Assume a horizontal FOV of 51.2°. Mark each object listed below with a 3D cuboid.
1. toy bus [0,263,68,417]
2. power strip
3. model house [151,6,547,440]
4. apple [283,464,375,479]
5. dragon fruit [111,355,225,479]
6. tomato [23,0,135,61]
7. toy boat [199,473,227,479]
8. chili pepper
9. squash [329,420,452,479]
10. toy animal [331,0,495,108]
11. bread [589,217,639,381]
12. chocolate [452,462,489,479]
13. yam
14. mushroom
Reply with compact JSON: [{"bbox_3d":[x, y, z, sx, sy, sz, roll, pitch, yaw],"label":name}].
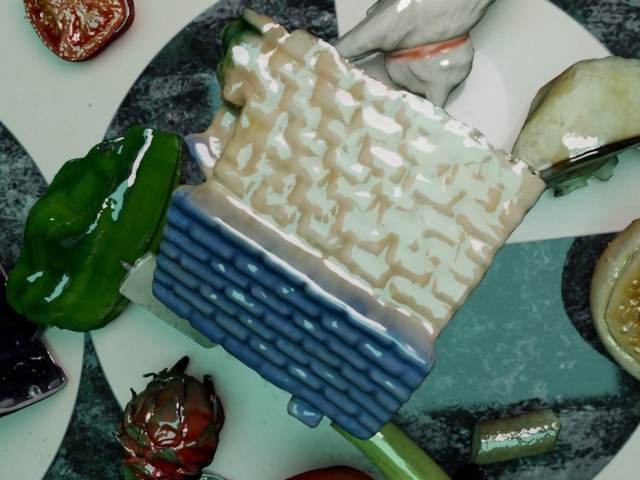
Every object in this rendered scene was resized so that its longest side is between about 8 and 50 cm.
[{"bbox_3d":[-0.643,0.119,1.096,0.249,0.209,0.439,-32,87,9],"label":"toy bus"},{"bbox_3d":[-0.232,0.095,1.078,0.227,0.029,0.080,40,94,-27],"label":"power strip"},{"bbox_3d":[0.000,0.000,0.886,0.395,0.445,0.399,30,95,5],"label":"model house"},{"bbox_3d":[0.008,0.459,0.995,0.261,0.260,0.216,-32,64,8],"label":"apple"},{"bbox_3d":[-0.241,0.304,1.069,0.183,0.182,0.188,6,111,8],"label":"dragon fruit"},{"bbox_3d":[-0.396,-0.391,1.113,0.166,0.082,0.174,-36,91,11],"label":"tomato"},{"bbox_3d":[-0.186,0.415,1.128,0.083,0.038,0.038,14,93,6],"label":"toy boat"},{"bbox_3d":[-0.366,-0.025,1.076,0.213,0.167,0.384,27,94,4],"label":"chili pepper"},{"bbox_3d":[0.125,0.354,1.062,0.250,0.083,0.083,44,97,7],"label":"squash"},{"bbox_3d":[0.206,-0.356,1.004,0.188,0.266,0.307,44,54,-9],"label":"toy animal"},{"bbox_3d":[0.541,0.085,0.941,0.306,0.159,0.305,6,106,21],"label":"bread"},{"bbox_3d":[0.273,0.406,1.037,0.147,0.070,0.072,39,141,-15],"label":"chocolate"},{"bbox_3d":[0.303,0.309,1.044,0.147,0.070,0.069,-14,90,7],"label":"yam"},{"bbox_3d":[0.390,-0.177,0.959,0.267,0.189,0.163,-19,75,10],"label":"mushroom"}]
